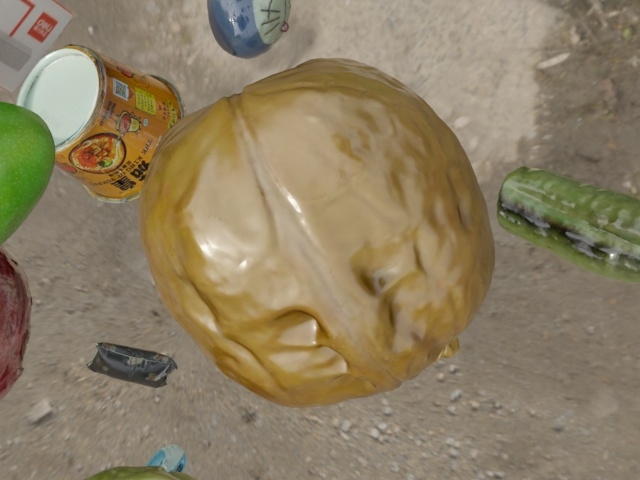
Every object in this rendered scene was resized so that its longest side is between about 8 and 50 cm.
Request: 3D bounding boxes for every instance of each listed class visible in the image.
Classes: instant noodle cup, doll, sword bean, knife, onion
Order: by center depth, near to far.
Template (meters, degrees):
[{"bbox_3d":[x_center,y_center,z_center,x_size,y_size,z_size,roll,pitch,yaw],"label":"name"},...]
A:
[{"bbox_3d":[0.189,0.012,0.407,0.038,0.269,0.043,-29,121,-37],"label":"sword bean"},{"bbox_3d":[-0.448,0.081,1.349,0.120,0.227,0.284,-2,72,-12],"label":"onion"},{"bbox_3d":[-0.331,-0.180,1.500,0.215,0.172,0.216,-10,69,27],"label":"instant noodle cup"},{"bbox_3d":[-0.108,-0.414,1.598,0.154,0.228,0.259,5,121,17],"label":"doll"},{"bbox_3d":[-0.298,0.436,1.774,0.064,0.031,0.222,46,37,-7],"label":"knife"}]

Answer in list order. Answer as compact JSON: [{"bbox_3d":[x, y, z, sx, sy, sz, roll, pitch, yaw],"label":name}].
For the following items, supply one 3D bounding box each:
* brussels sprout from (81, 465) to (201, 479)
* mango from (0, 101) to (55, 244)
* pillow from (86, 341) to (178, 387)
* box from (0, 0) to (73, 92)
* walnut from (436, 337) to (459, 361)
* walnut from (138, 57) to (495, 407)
[{"bbox_3d":[-0.274,0.466,1.383,0.327,0.247,0.328,2,56,-3],"label":"brussels sprout"},{"bbox_3d":[-0.440,-0.039,0.991,0.381,0.225,0.201,-27,119,-27],"label":"mango"},{"bbox_3d":[-0.331,0.218,1.784,0.150,0.048,0.090,15,127,-13],"label":"pillow"},{"bbox_3d":[-0.374,-0.250,1.089,0.050,0.229,0.123,40,92,20],"label":"box"},{"bbox_3d":[0.121,0.138,1.737,0.269,0.243,0.222,5,99,-45],"label":"walnut"},{"bbox_3d":[0.000,0.000,1.074,0.354,0.308,0.398,-27,127,17],"label":"walnut"}]
